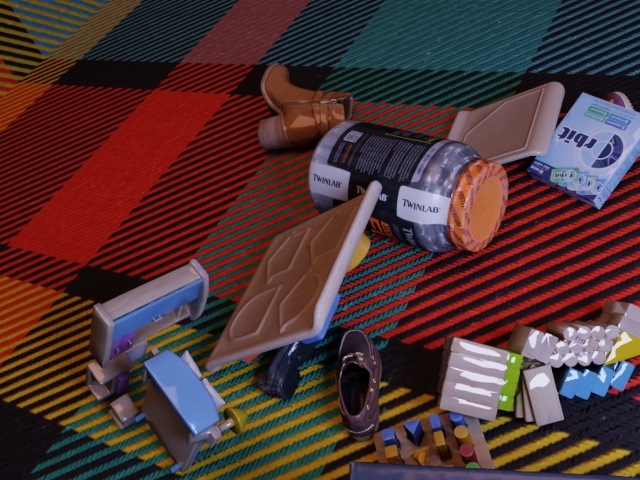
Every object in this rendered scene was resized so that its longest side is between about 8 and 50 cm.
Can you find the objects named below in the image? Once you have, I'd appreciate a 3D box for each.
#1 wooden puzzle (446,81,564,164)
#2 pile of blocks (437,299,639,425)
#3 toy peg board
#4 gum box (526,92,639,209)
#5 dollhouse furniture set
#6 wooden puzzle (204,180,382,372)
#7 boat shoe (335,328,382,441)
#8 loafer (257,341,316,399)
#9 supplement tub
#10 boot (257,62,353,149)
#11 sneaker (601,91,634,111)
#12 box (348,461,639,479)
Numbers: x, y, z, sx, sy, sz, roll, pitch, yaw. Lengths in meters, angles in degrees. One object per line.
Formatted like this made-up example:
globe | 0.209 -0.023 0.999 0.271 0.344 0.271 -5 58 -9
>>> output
wooden puzzle | 0.367 -0.217 1.481 0.239 0.044 0.220 -10 41 40
pile of blocks | 0.343 0.184 1.093 0.363 0.148 0.112 -11 0 0
toy peg board | 0.160 0.312 1.040 0.161 0.079 0.160 -17 43 6
gum box | 0.505 -0.170 1.357 0.184 0.041 0.157 -54 47 1
dollhouse furniture set | -0.227 0.242 1.236 0.198 0.286 0.303 -26 64 -36
wooden puzzle | -0.034 0.079 1.278 0.348 0.080 0.322 -30 26 46
boat shoe | 0.062 0.219 1.183 0.073 0.073 0.207 -16 41 10
loafer | -0.056 0.195 1.268 0.061 0.062 0.170 2 47 32
supplement tub | 0.161 -0.100 1.363 0.338 0.207 0.207 19 57 37
boot | -0.033 -0.344 1.764 0.220 0.109 0.283 -10 46 16
sneaker | 0.567 -0.225 1.415 0.084 0.069 0.185 -15 41 8
box | 0.236 0.398 0.758 0.396 0.212 0.293 -3 69 21
